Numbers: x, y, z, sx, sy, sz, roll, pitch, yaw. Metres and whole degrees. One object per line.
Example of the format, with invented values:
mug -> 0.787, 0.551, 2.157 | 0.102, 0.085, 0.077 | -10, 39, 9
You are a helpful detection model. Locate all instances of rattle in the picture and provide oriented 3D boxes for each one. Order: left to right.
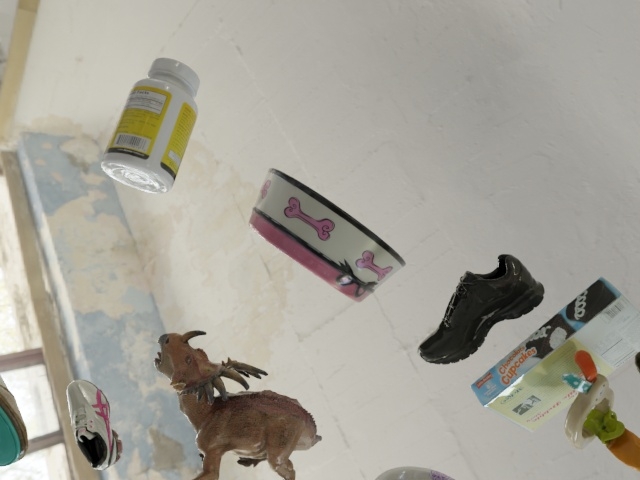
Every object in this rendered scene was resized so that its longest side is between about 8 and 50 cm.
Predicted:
rattle -> 0.505, 0.304, 0.838 | 0.142, 0.130, 0.199 | -123, -160, -59

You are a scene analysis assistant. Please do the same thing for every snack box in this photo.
snack box -> 0.471, 0.233, 0.935 | 0.322, 0.187, 0.060 | -47, -149, 16

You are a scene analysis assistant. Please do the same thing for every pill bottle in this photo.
pill bottle -> -0.152, -0.108, 0.450 | 0.065, 0.065, 0.116 | -4, -115, 45

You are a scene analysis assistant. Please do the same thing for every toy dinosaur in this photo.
toy dinosaur -> -0.094, 0.247, 0.671 | 0.127, 0.296, 0.200 | 34, -75, 65

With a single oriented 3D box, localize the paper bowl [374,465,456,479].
paper bowl -> 0.246, 0.693, 1.156 | 0.284, 0.284, 0.148 | 18, -75, 43

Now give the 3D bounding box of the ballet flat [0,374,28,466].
ballet flat -> -0.637, 0.248, 0.834 | 0.116, 0.342, 0.124 | -46, -163, 1

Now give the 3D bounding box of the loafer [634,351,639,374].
loafer -> 0.544, 0.207, 0.747 | 0.092, 0.102, 0.268 | -14, -65, 14

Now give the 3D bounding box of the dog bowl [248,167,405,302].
dog bowl -> 0.000, 0.000, 1.190 | 0.408, 0.408, 0.150 | 34, -93, 38

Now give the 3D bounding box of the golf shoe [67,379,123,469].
golf shoe -> -0.451, 0.358, 0.950 | 0.186, 0.067, 0.086 | 58, -10, 12

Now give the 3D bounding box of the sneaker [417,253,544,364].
sneaker -> 0.305, 0.136, 0.983 | 0.130, 0.286, 0.109 | 52, -2, -13
